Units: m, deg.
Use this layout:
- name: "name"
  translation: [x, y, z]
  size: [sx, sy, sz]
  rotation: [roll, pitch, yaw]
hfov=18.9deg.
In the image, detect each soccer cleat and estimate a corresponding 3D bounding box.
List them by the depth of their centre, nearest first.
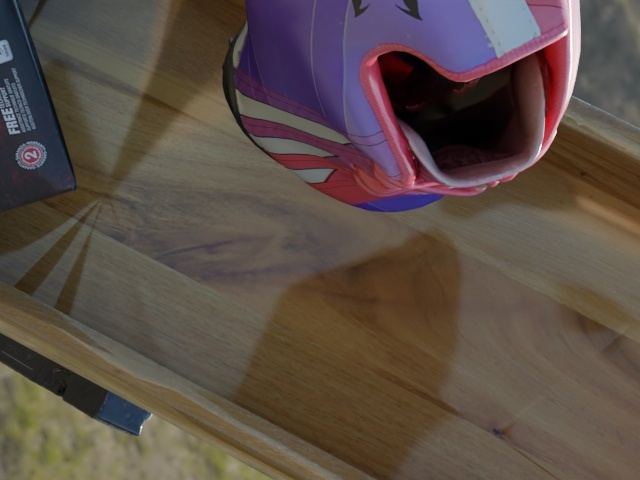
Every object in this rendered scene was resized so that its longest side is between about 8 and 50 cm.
- name: "soccer cleat"
  translation: [0.031, -0.052, 0.636]
  size: [0.116, 0.109, 0.318]
  rotation: [63, -5, 17]

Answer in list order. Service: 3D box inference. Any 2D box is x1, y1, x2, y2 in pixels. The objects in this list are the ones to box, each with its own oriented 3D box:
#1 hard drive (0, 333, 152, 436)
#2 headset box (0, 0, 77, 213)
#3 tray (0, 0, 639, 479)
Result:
- name: "hard drive"
  translation: [-0.163, -0.021, 1.685]
  size: [0.237, 0.339, 0.064]
  rotation: [22, -6, 46]
- name: "headset box"
  translation: [-0.262, -0.085, 0.691]
  size: [0.110, 0.293, 0.218]
  rotation: [-118, -168, -59]
- name: "tray"
  translation: [0.000, 0.000, 0.850]
  size: [0.411, 0.202, 0.076]
  rotation: [27, -14, 9]
